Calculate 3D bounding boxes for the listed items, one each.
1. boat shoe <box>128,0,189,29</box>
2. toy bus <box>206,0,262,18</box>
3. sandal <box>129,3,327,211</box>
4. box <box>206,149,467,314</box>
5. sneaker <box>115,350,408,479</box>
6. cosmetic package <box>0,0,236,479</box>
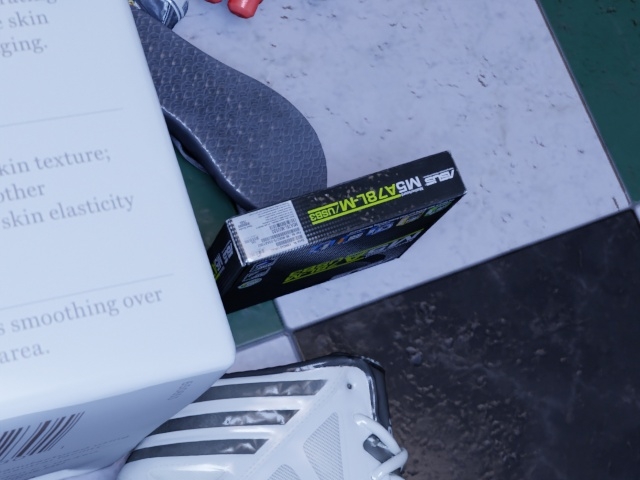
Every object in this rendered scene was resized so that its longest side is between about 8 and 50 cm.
[{"bbox_3d":[-0.207,-0.223,1.189,0.183,0.065,0.083,35,69,-3],"label":"boat shoe"},{"bbox_3d":[-0.018,-0.283,1.226,0.220,0.149,0.211,21,82,-11],"label":"toy bus"},{"bbox_3d":[-0.097,-0.107,1.179,0.254,0.054,0.097,40,66,-11],"label":"sandal"},{"bbox_3d":[0.000,0.000,1.112,0.191,0.184,0.045,-18,76,-20],"label":"box"},{"bbox_3d":[0.063,0.231,1.065,0.448,0.169,0.257,23,71,-4],"label":"sneaker"},{"bbox_3d":[-0.301,-0.024,0.941,0.330,0.327,0.393,-11,75,-25],"label":"cosmetic package"}]
